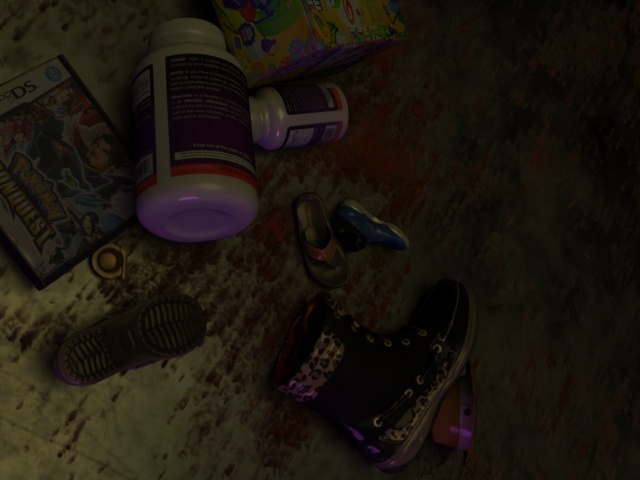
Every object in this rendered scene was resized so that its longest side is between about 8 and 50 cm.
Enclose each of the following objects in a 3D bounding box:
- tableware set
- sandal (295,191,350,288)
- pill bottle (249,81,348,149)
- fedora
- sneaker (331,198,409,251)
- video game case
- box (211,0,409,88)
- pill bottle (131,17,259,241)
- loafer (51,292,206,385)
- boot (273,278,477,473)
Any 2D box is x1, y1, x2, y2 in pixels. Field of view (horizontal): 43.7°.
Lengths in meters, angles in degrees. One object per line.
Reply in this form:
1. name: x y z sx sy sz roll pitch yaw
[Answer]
1. tableware set: -0.354 -0.012 1.218 0.169 0.020 0.141 12 76 -29
2. sandal: 0.000 0.000 1.400 0.072 0.049 0.180 -17 89 -5
3. pill bottle: -0.058 -0.214 1.378 0.194 0.108 0.108 -11 88 -32
4. fedora: 0.244 0.315 1.472 0.079 0.194 0.194 2 79 7
5. sneaker: 0.088 -0.003 1.459 0.152 0.058 0.084 34 60 -18
6. video game case: -0.397 -0.107 1.174 0.248 0.035 0.274 -43 102 -38
7. box: -0.033 -0.435 1.345 0.279 0.177 0.289 -23 94 -51
8. pill bottle: -0.195 -0.172 1.224 0.182 0.181 0.322 7 64 -30
9. loafer: -0.288 0.145 1.195 0.269 0.092 0.101 -13 91 -48
10. boot: 0.103 0.179 1.401 0.284 0.138 0.377 36 71 -21
